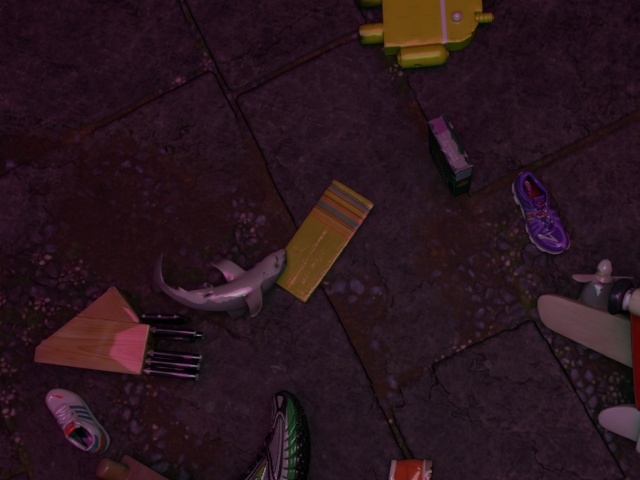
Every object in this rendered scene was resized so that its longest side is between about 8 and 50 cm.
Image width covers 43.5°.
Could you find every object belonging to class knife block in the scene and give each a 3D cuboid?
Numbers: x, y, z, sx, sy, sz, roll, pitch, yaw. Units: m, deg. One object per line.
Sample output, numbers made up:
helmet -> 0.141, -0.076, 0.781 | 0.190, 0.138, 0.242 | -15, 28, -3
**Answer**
knife block -> -0.364, 0.222, 1.524 | 0.275, 0.088, 0.242 | -38, 76, -3

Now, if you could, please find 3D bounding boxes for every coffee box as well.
coffee box -> 0.240, -0.153, 1.488 | 0.040, 0.184, 0.113 | -26, 78, 3

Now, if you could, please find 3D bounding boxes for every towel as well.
towel -> 0.000, 0.000, 1.568 | 0.102, 0.021, 0.237 | 34, 85, 17

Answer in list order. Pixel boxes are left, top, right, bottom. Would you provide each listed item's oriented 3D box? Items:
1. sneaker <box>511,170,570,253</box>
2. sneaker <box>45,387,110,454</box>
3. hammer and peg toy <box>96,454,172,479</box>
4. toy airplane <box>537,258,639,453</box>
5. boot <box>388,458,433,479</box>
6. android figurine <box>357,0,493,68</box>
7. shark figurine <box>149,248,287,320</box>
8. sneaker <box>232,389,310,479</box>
sneaker -> 0.411, -0.052, 1.506 | 0.068, 0.071, 0.170 | -27, 77, 0
sneaker -> -0.467, 0.340, 1.517 | 0.057, 0.075, 0.161 | -44, 78, -4
hammer and peg toy -> -0.363, 0.563, 1.363 | 0.266, 0.127, 0.361 | 6, 65, 51
toy airplane -> 0.598, 0.174, 1.334 | 0.386, 0.384, 0.272 | 49, 55, 4
boot -> 0.155, 0.470, 1.436 | 0.084, 0.059, 0.158 | 3, 70, 10
android figurine -> 0.210, -0.466, 1.623 | 0.272, 0.056, 0.248 | -1, 78, 8
shark figurine -> -0.196, 0.110, 1.526 | 0.278, 0.116, 0.166 | -6, 50, 0
sneaker -> -0.104, 0.436, 1.429 | 0.146, 0.134, 0.344 | 11, 80, 9
